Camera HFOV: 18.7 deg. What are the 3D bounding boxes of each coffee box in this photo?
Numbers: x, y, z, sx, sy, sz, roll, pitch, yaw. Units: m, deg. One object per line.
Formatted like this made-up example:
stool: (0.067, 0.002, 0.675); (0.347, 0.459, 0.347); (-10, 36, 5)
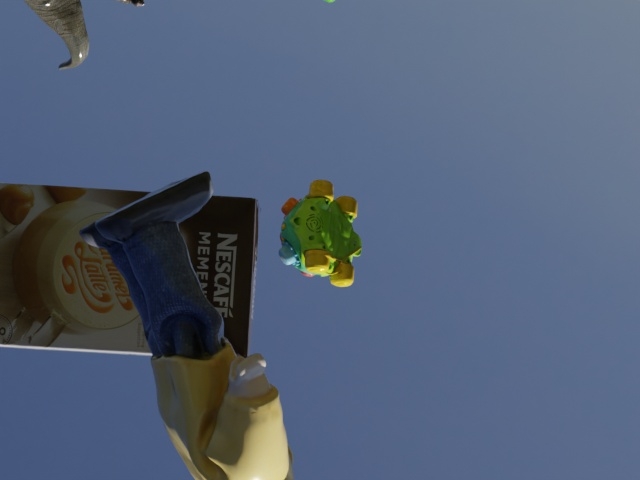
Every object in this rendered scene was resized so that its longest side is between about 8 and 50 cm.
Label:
coffee box: (-0.177, 0.026, 1.643); (0.246, 0.141, 0.098); (3, 176, 0)

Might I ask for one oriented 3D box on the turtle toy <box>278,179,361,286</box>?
turtle toy: (0.000, 0.000, 1.931); (0.066, 0.095, 0.130); (-7, 159, 28)

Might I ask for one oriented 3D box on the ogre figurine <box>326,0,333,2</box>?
ogre figurine: (0.029, -0.307, 1.620); (0.097, 0.197, 0.118); (-3, -148, 4)

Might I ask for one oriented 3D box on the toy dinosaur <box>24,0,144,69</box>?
toy dinosaur: (-0.220, -0.281, 1.753); (0.160, 0.313, 0.121); (1, -121, -27)

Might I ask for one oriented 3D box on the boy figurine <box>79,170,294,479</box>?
boy figurine: (-0.057, 0.101, 1.238); (0.092, 0.285, 0.177); (-26, -179, -18)
